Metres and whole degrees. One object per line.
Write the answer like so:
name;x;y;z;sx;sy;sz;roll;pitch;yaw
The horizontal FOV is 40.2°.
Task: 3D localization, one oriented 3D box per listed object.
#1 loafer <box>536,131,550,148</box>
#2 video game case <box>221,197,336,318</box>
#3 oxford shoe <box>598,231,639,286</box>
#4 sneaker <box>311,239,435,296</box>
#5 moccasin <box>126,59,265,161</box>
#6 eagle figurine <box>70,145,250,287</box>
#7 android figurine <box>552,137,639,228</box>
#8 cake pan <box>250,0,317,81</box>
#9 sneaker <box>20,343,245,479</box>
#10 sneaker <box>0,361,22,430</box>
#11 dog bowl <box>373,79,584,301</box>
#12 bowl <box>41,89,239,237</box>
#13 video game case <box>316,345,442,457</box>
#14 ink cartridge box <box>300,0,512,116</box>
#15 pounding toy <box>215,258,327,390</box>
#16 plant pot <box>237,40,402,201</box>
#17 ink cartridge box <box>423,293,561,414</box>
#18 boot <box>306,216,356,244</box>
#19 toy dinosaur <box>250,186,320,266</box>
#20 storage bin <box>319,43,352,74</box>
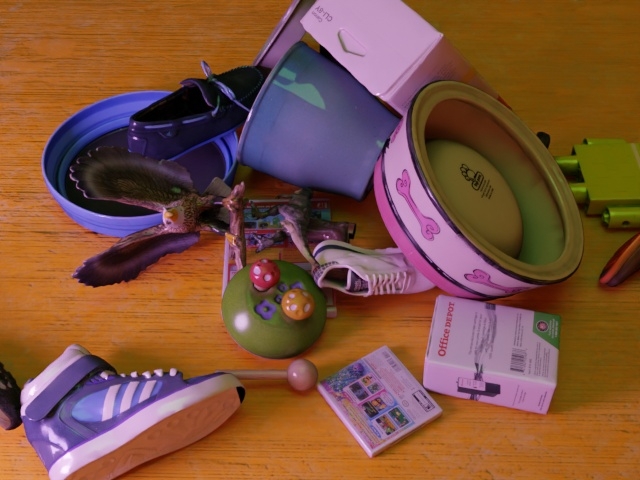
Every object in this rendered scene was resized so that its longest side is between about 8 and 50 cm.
loafer;0.398;-0.151;1.768;0.078;0.076;0.223;29;56;15
video game case;-0.077;0.029;1.632;0.204;0.025;0.285;-1;47;-1
oxford shoe;0.627;0.014;1.605;0.271;0.097;0.098;-35;79;-15
sneaker;0.099;0.064;1.530;0.235;0.090;0.095;4;25;-5
moccasin;-0.235;-0.267;1.742;0.138;0.117;0.342;29;53;25
eagle figurine;-0.278;-0.042;1.545;0.298;0.225;0.226;0;58;1
android figurine;0.605;-0.123;1.756;0.273;0.056;0.248;-2;46;-1
cake pan;-0.075;-0.458;1.943;0.054;0.293;0.293;34;48;-11
sneaker;-0.308;0.226;1.372;0.323;0.130;0.236;-26;56;-15
sneaker;-0.660;0.230;1.398;0.410;0.158;0.182;24;86;12
dog bowl;0.267;-0.073;1.534;0.408;0.150;0.408;22;48;-28
bowl;-0.357;-0.157;1.772;0.391;0.077;0.391;0;47;0
video game case;0.095;0.258;1.421;0.143;0.019;0.157;-26;53;-22
ink cartridge box;0.178;-0.338;1.723;0.160;0.384;0.279;-49;58;11
pounding toy;-0.072;0.118;1.448;0.183;0.110;0.237;10;59;-7
plant pot;0.014;-0.210;1.716;0.255;0.271;0.271;29;51;5
ink cartridge box;0.282;0.185;1.442;0.208;0.087;0.153;10;47;10
boot;0.000;0.000;1.619;0.114;0.037;0.106;9;48;13
toy dinosaur;-0.065;-0.031;1.585;0.118;0.064;0.268;-8;33;3
storage bin;0.069;-0.472;1.998;0.122;0.180;0.084;18;50;16
